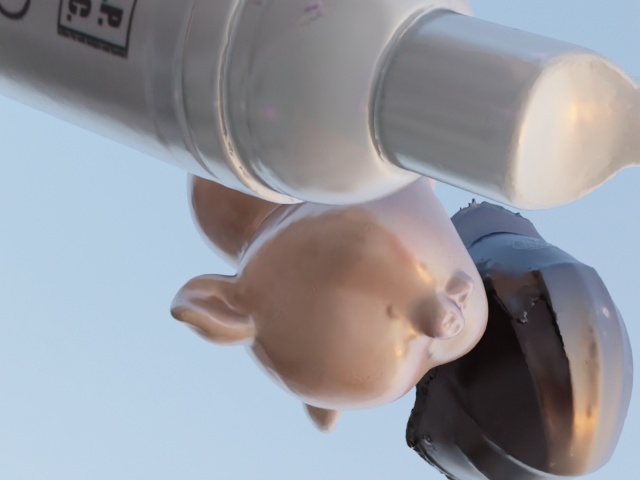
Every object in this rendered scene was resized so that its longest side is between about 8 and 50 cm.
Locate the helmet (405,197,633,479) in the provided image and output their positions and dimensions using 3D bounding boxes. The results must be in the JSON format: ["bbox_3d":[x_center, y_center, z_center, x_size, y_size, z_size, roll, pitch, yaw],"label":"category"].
[{"bbox_3d":[0.213,0.116,1.249,0.177,0.225,0.305,12,-76,53],"label":"helmet"}]

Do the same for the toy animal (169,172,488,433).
[{"bbox_3d":[0.000,0.000,1.061,0.326,0.269,0.237,25,-13,41],"label":"toy animal"}]

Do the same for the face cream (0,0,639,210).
[{"bbox_3d":[-0.020,-0.094,0.581,0.370,0.145,0.145,21,-49,36],"label":"face cream"}]
